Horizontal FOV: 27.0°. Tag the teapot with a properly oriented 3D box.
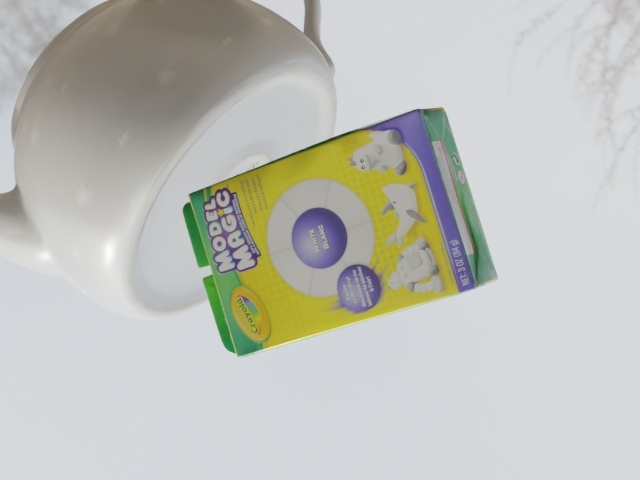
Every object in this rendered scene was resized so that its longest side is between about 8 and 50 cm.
[{"bbox_3d":[-0.121,-0.085,0.942,0.187,0.252,0.256,38,-156,23],"label":"teapot"}]

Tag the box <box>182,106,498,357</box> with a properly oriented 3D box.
[{"bbox_3d":[0.000,0.000,0.761,0.179,0.105,0.043,-19,177,28],"label":"box"}]
